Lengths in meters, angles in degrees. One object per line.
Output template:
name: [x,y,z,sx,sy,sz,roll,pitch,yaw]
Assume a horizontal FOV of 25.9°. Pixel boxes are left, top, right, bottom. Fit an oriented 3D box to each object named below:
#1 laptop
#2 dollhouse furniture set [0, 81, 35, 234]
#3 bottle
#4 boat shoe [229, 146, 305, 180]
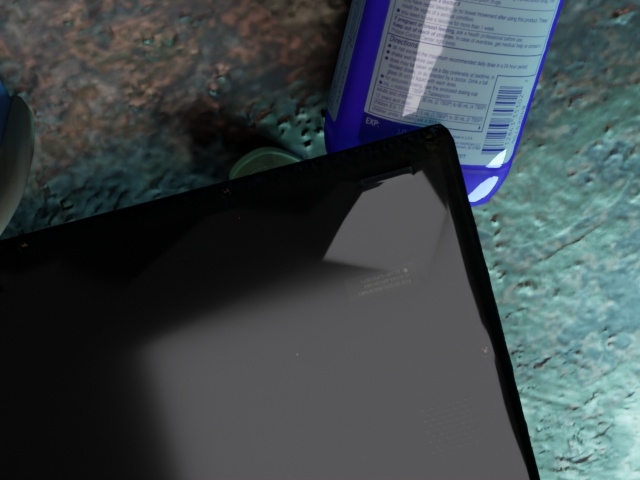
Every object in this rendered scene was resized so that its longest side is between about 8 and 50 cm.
laptop: [-0.060,0.163,0.919,0.382,0.236,0.407,-15,97,1]
dollhouse furniture set: [-0.105,-0.124,0.649,0.303,0.286,0.198,-22,124,10]
bottle: [0.084,-0.159,0.800,0.118,0.092,0.282,5,118,-16]
boat shoe: [-0.001,0.002,0.896,0.056,0.048,0.153,-34,123,4]
